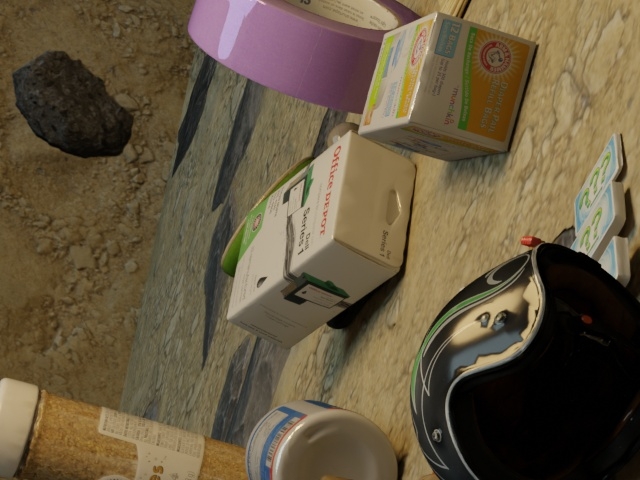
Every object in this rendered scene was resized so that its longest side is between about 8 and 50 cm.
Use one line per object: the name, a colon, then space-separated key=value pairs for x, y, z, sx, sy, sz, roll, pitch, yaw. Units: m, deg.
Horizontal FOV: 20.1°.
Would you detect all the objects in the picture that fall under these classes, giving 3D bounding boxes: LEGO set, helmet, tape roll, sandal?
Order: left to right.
tape roll: x=-0.010 y=-0.242 z=2.074 sx=0.275 sy=0.275 sz=0.090 roll=-102 pitch=31 yaw=-66
sandal: x=0.034 y=0.048 z=2.049 sx=0.179 sy=0.040 sz=0.067 roll=129 pitch=154 yaw=-61
helmet: x=0.139 y=0.100 z=1.210 sx=0.161 sy=0.169 sz=0.169 roll=-50 pitch=21 yaw=24
LEGO set: x=0.166 y=0.050 z=1.413 sx=0.182 sy=0.060 sz=0.244 roll=-82 pitch=13 yaw=-50

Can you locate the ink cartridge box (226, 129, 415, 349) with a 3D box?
ink cartridge box: x=0.000 y=0.000 z=2.015 sx=0.219 sy=0.093 sz=0.160 roll=-38 pitch=33 yaw=45

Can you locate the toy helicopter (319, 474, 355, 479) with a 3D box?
toy helicopter: x=-0.021 y=0.362 z=1.631 sx=0.235 sy=0.140 sz=0.355 roll=-75 pitch=1 yaw=-69

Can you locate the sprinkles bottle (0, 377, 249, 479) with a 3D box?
sprinkles bottle: x=-0.247 y=0.275 z=2.265 sx=0.121 sy=0.355 sz=0.121 roll=-163 pitch=90 yaw=-78

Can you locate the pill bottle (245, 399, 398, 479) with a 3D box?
pill bottle: x=-0.007 y=0.223 z=1.805 sx=0.221 sy=0.124 sz=0.124 roll=175 pitch=111 yaw=-78

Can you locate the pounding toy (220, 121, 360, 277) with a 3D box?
pounding toy: x=-0.009 y=-0.020 z=2.266 sx=0.237 sy=0.110 sz=0.183 roll=-47 pitch=-10 yaw=-21

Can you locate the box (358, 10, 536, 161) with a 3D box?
box: x=0.120 y=-0.147 z=1.766 sx=0.203 sy=0.103 sz=0.114 roll=-177 pitch=102 yaw=-78

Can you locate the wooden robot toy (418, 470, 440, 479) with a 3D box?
wooden robot toy: x=0.084 y=0.224 z=1.527 sx=0.079 sy=0.076 sz=0.173 roll=-67 pitch=8 yaw=-24

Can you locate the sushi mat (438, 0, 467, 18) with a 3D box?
sushi mat: x=0.193 y=-0.390 z=1.972 sx=0.151 sy=0.019 sz=0.316 roll=-89 pitch=19 yaw=-55
